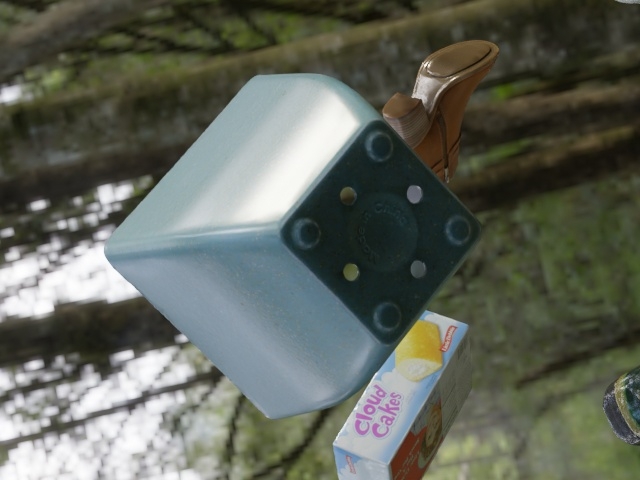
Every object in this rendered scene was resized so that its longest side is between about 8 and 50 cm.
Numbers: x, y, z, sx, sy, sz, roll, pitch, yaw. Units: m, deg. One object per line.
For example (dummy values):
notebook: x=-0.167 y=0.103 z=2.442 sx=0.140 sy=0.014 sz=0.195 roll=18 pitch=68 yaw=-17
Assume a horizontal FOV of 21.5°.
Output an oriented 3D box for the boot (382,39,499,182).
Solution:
boot: x=0.162 y=-0.154 z=2.158 sx=0.073 sy=0.197 sz=0.152 roll=33 pitch=153 yaw=43

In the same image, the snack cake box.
snack cake box: x=0.120 y=0.245 z=2.365 sx=0.264 sy=0.089 sz=0.152 roll=-56 pitch=-26 yaw=-34

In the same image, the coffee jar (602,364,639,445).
coffee jar: x=0.371 y=0.145 z=1.706 sx=0.096 sy=0.184 sz=0.079 roll=-14 pitch=-107 yaw=-34

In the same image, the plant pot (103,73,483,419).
plant pot: x=0.000 y=0.000 z=1.525 sx=0.248 sy=0.247 sz=0.252 roll=46 pitch=161 yaw=-16

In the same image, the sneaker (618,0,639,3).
sneaker: x=0.335 y=-0.386 z=1.519 sx=0.131 sy=0.148 sz=0.350 roll=27 pitch=114 yaw=53
